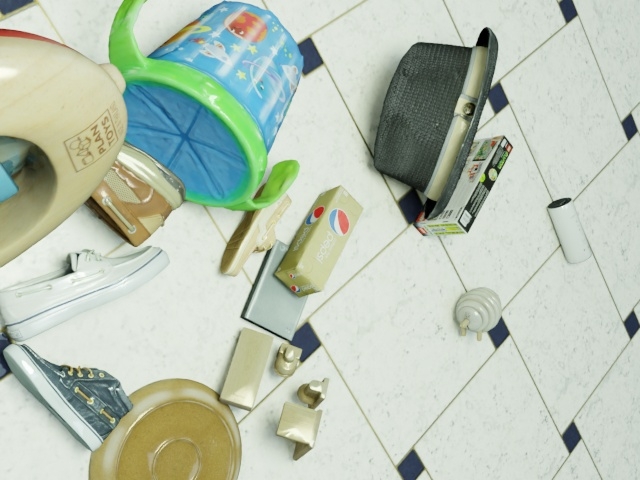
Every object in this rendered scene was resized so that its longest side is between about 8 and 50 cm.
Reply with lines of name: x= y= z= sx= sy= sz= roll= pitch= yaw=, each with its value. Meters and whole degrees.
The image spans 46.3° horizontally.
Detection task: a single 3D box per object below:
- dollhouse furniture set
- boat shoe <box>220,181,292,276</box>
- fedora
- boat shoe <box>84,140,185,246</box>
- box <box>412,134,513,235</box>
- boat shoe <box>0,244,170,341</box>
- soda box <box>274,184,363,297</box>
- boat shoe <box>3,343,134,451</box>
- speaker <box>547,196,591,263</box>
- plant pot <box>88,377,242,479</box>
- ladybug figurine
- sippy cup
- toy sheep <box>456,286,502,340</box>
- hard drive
dollhouse furniture set: x=-0.076 y=0.240 z=1.159 sx=0.151 sy=0.123 sz=0.144 roll=19 pitch=62 yaw=-5
boat shoe: x=-0.093 y=-0.011 z=1.141 sx=0.059 sy=0.063 sz=0.170 roll=37 pitch=67 yaw=-23
fedora: x=0.180 y=-0.210 z=1.269 sx=0.152 sy=0.334 sz=0.334 roll=18 pitch=75 yaw=2
boat shoe: x=-0.324 y=-0.108 z=0.941 sx=0.324 sy=0.122 sz=0.120 roll=37 pitch=76 yaw=-21
box: x=0.261 y=-0.100 z=1.370 sx=0.036 sy=0.114 sz=0.207 roll=44 pitch=65 yaw=-26
boat shoe: x=-0.305 y=0.048 z=0.973 sx=0.226 sy=0.083 sz=0.076 roll=-30 pitch=106 yaw=-32
soda box: x=0.000 y=0.000 z=1.188 sx=0.061 sy=0.058 sz=0.181 roll=45 pitch=52 yaw=-22
boat shoe: x=-0.324 y=0.183 z=0.971 sx=0.083 sy=0.065 sz=0.183 roll=-48 pitch=120 yaw=-30
speaker: x=0.532 y=-0.022 z=1.597 sx=0.055 sy=0.055 sz=0.136 roll=-35 pitch=108 yaw=-32
plant pot: x=-0.208 y=0.317 z=1.064 sx=0.236 sy=0.032 sz=0.237 roll=2 pitch=86 yaw=-36
ladybug figurine: x=-0.409 y=-0.075 z=0.758 sx=0.449 sy=0.305 sz=0.162 roll=-32 pitch=66 yaw=-19
sippy cup: x=-0.140 y=-0.203 z=1.032 sx=0.239 sy=0.306 sz=0.224 roll=22 pitch=56 yaw=12
toy sheep: x=0.295 y=0.135 z=1.403 sx=0.132 sy=0.091 sz=0.091 roll=-36 pitch=110 yaw=-51
hard drive: x=-0.062 y=0.078 z=1.185 sx=0.094 sy=0.022 sz=0.135 roll=31 pitch=70 yaw=-30
